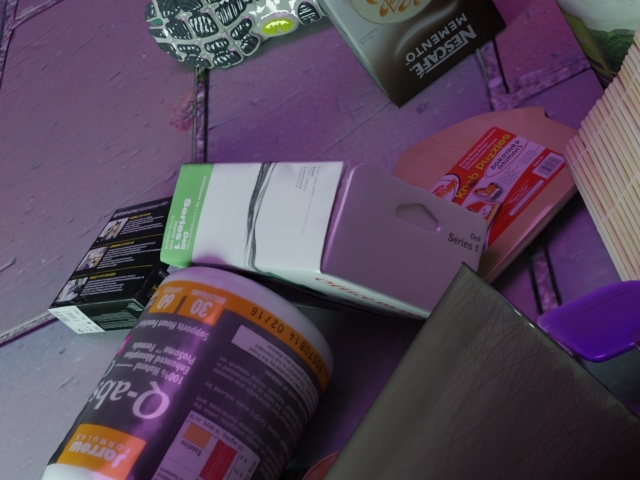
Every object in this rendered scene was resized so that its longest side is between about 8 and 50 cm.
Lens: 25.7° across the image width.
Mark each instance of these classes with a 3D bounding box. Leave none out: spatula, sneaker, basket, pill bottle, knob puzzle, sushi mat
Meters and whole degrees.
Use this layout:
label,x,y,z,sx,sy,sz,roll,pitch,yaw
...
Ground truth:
label,x,y,z,sx,sy,sz,roll,pitch,yaw
spatula,0.240,0.105,0.896,0.084,0.030,0.296,-25,38,-8
sneaker,-0.070,-0.274,1.594,0.275,0.107,0.110,-13,24,23
basket,0.093,0.163,0.919,0.227,0.204,0.154,-49,20,3
pill bottle,-0.115,0.171,1.082,0.162,0.162,0.278,2,52,41
knob puzzle,0.133,-0.040,1.209,0.213,0.030,0.213,-23,40,20
sushi mat,0.254,-0.015,0.994,0.316,0.019,0.151,-105,30,-44

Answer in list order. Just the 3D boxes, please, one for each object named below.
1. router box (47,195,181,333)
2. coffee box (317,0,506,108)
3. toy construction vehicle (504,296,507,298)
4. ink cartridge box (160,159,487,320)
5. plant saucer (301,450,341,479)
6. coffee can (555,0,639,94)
label,x,y,z,sx,sy,sz,roll,pitch,yaw
router box,-0.175,0.022,1.354,0.179,0.046,0.133,-8,45,53
coffee box,0.055,-0.269,1.334,0.141,0.246,0.098,-37,38,3
toy construction vehicle,0.118,0.098,1.076,0.086,0.035,0.098,-25,31,14
ink cartridge box,0.000,0.000,1.133,0.219,0.160,0.092,4,76,52
plant saucer,0.017,0.198,1.066,0.083,0.015,0.083,-23,39,20
coffee can,0.268,-0.253,1.116,0.201,0.275,0.201,-23,39,20
